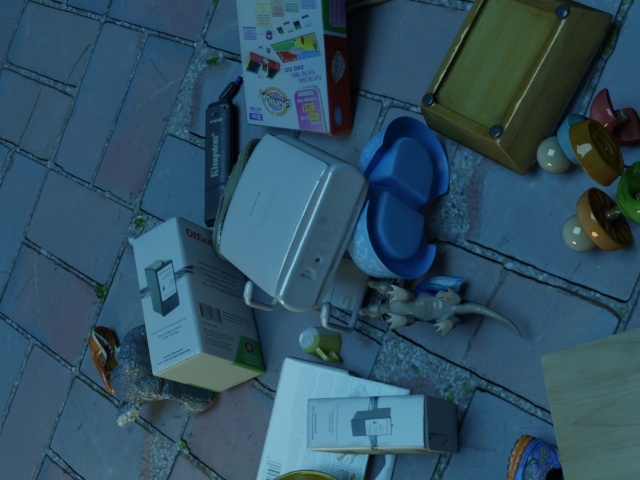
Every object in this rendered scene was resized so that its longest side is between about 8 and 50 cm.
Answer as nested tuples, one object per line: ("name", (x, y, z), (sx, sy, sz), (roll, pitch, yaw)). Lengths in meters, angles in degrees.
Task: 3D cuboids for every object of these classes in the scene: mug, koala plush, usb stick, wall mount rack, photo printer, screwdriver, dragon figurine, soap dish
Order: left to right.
("koala plush", (-0.354, 0.269, 2.094), (0.221, 0.203, 0.196), (-31, 58, 45))
("usb stick", (-0.211, -0.162, 2.170), (0.077, 0.045, 0.277), (-15, 68, 39))
("screwdriver", (-0.162, -0.361, 2.197), (0.170, 0.025, 0.024), (-52, 51, 19))
("photo printer", (-0.061, -0.045, 1.760), (0.307, 0.107, 0.256), (35, 104, 59))
("mug", (0.000, 0.185, 1.876), (0.078, 0.064, 0.062), (9, 83, 42))
("wall mount rack", (0.000, 0.000, 1.884), (0.350, 0.130, 0.304), (12, 83, 42))
("dragon figurine", (0.192, 0.105, 1.699), (0.289, 0.144, 0.085), (1, 96, 17))
("soap dish", (0.310, -0.282, 1.698), (0.229, 0.118, 0.290), (35, 101, 41))

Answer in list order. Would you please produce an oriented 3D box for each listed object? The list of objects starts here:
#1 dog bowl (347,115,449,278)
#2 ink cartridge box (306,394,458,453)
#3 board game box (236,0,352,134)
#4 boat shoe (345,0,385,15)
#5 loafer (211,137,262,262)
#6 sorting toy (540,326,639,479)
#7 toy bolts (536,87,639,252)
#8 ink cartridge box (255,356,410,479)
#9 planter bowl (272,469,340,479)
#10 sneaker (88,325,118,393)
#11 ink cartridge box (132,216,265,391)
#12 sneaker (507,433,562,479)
("dog bowl", (0.125, -0.067, 1.746), (0.074, 0.166, 0.297), (-19, 48, 45))
("ink cartridge box", (0.102, 0.301, 1.669), (0.209, 0.153, 0.086), (-6, 74, 25))
("board game box", (-0.055, -0.373, 1.989), (0.242, 0.064, 0.316), (13, 114, 42))
("boat shoe", (0.065, -0.521, 1.970), (0.355, 0.130, 0.132), (-27, 62, 33))
("loafer", (-0.149, -0.071, 2.054), (0.092, 0.102, 0.268), (-37, 33, 62))
("sorting toy", (0.462, 0.256, 1.434), (0.257, 0.089, 0.255), (-22, 64, 35))
("toy bolts", (0.387, -0.110, 1.542), (0.158, 0.218, 0.228), (-33, 41, 35))
("ink cartridge box", (0.022, 0.363, 1.813), (0.239, 0.060, 0.275), (12, 86, 17))
("planter bowl", (-0.016, 0.498, 1.717), (0.217, 0.090, 0.217), (-7, 66, 17))
("sneaker", (-0.469, 0.270, 2.277), (0.067, 0.064, 0.175), (-61, 40, 37))
("ink cartridge box", (-0.235, 0.126, 1.991), (0.122, 0.211, 0.289), (-26, 61, 23))
("sneaker", (0.318, 0.404, 1.528), (0.087, 0.083, 0.221), (5, 85, 34))
